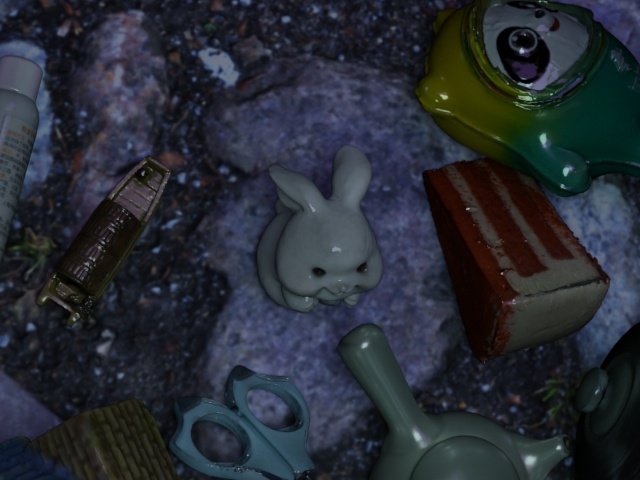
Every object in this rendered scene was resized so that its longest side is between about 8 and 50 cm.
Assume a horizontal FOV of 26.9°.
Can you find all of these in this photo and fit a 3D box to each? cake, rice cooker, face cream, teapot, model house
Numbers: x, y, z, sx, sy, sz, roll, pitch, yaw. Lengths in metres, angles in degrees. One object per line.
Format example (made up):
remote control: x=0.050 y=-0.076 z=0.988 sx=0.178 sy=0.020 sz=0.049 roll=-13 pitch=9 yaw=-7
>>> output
cake: x=0.238 y=0.029 z=1.708 sx=0.158 sy=0.159 sz=0.262 roll=-12 pitch=45 yaw=-14
rice cooker: x=0.442 y=0.231 z=1.591 sx=0.317 sy=0.316 sz=0.264 roll=25 pitch=113 yaw=-5
face cream: x=-0.388 y=-0.091 z=1.586 sx=0.082 sy=0.082 sz=0.269 roll=14 pitch=73 yaw=-8
teapot: x=0.119 y=0.266 z=1.571 sx=0.318 sy=0.149 sz=0.220 roll=30 pitch=71 yaw=-5
model house: x=-0.276 y=0.327 z=1.414 sx=0.321 sy=0.266 sz=0.261 roll=-22 pitch=78 yaw=-16

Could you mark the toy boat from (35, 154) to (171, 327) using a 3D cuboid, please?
toy boat: x=-0.251 y=-0.003 z=1.590 sx=0.068 sy=0.088 sz=0.226 roll=33 pitch=73 yaw=-2

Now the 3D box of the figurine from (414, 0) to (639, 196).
figurine: x=0.289 y=-0.183 z=1.692 sx=0.340 sy=0.231 sz=0.323 roll=19 pitch=48 yaw=2

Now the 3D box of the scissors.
scissors: x=-0.015 y=0.281 z=1.514 sx=0.360 sy=0.029 sz=0.191 roll=41 pitch=42 yaw=25

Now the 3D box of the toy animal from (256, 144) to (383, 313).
toy animal: x=-0.005 y=-0.004 z=1.595 sx=0.127 sy=0.193 sz=0.178 roll=-7 pitch=70 yaw=-14
